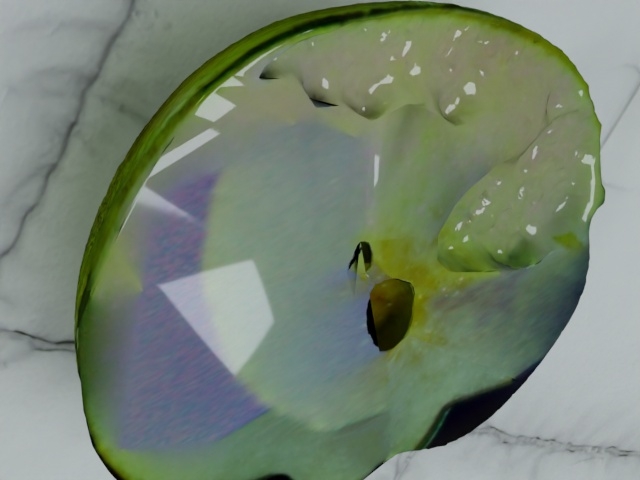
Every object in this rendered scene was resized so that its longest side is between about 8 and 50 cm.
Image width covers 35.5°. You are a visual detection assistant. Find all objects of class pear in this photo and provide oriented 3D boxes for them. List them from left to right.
[{"bbox_3d":[-0.001,-0.005,0.698,0.399,0.165,0.398,-17,126,-25],"label":"pear"}]
